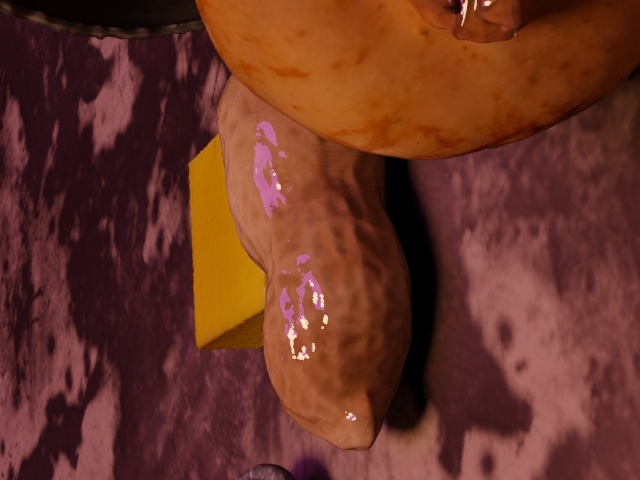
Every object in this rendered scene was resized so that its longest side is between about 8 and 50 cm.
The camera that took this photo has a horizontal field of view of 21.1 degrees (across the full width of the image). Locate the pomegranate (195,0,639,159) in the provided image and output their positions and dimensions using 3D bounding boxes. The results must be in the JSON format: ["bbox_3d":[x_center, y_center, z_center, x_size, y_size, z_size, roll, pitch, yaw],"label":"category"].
[{"bbox_3d":[0.049,-0.152,0.675,0.248,0.248,0.248,-12,77,61],"label":"pomegranate"}]

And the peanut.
[{"bbox_3d":[-0.001,0.000,0.901,0.104,0.085,0.228,121,141,-56],"label":"peanut"}]

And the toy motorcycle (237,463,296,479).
[{"bbox_3d":[-0.087,0.237,0.998,0.260,0.110,0.171,-36,48,42],"label":"toy motorcycle"}]

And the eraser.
[{"bbox_3d":[-0.040,-0.005,1.014,0.097,0.045,0.122,-33,58,58],"label":"eraser"}]

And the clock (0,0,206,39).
[{"bbox_3d":[-0.064,-0.227,0.812,0.061,0.312,0.312,62,139,35],"label":"clock"}]
